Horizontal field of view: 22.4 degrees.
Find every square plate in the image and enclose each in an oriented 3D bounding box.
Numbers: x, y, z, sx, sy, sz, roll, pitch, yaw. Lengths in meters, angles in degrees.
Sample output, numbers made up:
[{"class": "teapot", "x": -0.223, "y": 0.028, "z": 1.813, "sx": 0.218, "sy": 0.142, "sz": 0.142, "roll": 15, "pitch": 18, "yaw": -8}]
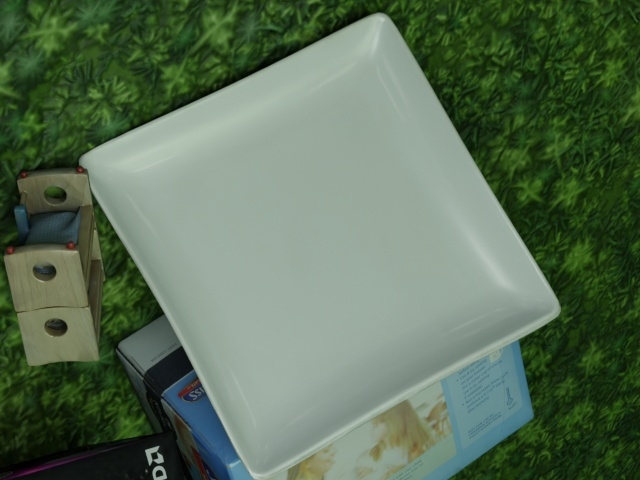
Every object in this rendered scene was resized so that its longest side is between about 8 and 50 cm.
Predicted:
[{"class": "square plate", "x": 0.000, "y": 0.000, "z": 1.528, "sx": 0.344, "sy": 0.347, "sz": 0.049, "roll": -28, "pitch": 172, "yaw": -16}]

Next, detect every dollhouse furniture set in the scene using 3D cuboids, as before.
[{"class": "dollhouse furniture set", "x": -0.295, "y": 0.026, "z": 1.444, "sx": 0.183, "sy": 0.129, "sz": 0.129, "roll": -5, "pitch": 126, "yaw": -1}]

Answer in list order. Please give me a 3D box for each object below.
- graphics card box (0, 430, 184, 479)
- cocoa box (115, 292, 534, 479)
[{"class": "graphics card box", "x": -0.331, "y": 0.269, "z": 1.484, "sx": 0.371, "sy": 0.233, "sz": 0.094, "roll": -12, "pitch": 86, "yaw": -32}, {"class": "cocoa box", "x": 0.013, "y": 0.148, "z": 1.677, "sx": 0.347, "sy": 0.228, "sz": 0.231, "roll": -33, "pitch": 135, "yaw": -17}]
